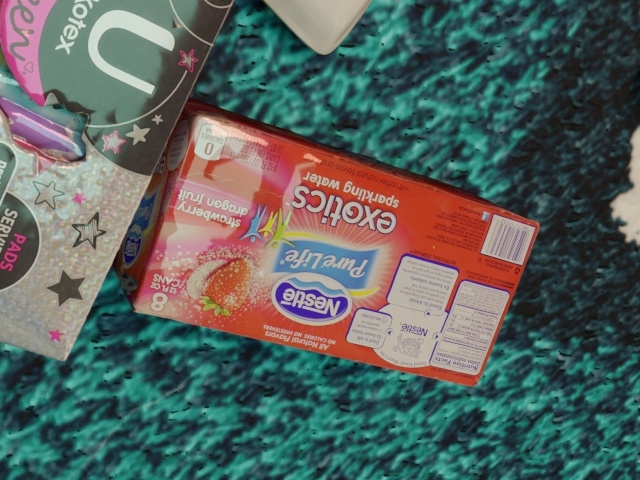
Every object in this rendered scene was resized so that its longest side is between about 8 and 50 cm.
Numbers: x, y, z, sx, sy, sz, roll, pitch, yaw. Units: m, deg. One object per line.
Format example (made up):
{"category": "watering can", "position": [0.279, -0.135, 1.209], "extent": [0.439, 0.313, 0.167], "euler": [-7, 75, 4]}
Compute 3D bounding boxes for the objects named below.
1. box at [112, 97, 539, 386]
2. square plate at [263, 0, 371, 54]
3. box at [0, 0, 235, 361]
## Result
{"category": "box", "position": [0.000, 0.000, 0.630], "extent": [0.257, 0.122, 0.128], "euler": [15, 99, -24]}
{"category": "square plate", "position": [0.007, -0.346, 0.537], "extent": [0.344, 0.049, 0.347], "euler": [40, 85, -34]}
{"category": "box", "position": [-0.161, -0.084, 0.520], "extent": [0.142, 0.163, 0.247], "euler": [22, 97, -24]}
